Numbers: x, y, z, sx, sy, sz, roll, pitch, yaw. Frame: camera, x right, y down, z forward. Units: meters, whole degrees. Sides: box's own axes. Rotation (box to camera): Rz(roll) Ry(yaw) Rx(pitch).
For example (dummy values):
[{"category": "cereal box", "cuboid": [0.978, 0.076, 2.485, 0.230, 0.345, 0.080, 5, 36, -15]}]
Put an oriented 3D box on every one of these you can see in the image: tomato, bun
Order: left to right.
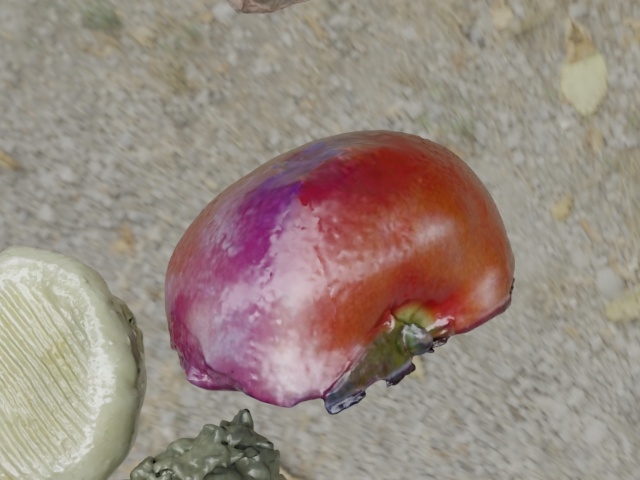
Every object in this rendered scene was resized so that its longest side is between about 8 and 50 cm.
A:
[{"category": "bun", "cuboid": [-0.239, 0.119, 1.572, 0.231, 0.133, 0.231, -3, 83, 22]}, {"category": "tomato", "cuboid": [-0.004, -0.002, 1.569, 0.289, 0.334, 0.176, 17, 126, 52]}]

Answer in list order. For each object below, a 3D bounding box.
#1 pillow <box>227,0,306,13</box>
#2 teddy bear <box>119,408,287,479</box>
[{"category": "pillow", "cuboid": [-0.014, -0.299, 1.397, 0.173, 0.270, 0.067, -32, 52, -33]}, {"category": "teddy bear", "cuboid": [-0.153, 0.310, 1.503, 0.367, 0.357, 0.224, -45, 43, -5]}]
